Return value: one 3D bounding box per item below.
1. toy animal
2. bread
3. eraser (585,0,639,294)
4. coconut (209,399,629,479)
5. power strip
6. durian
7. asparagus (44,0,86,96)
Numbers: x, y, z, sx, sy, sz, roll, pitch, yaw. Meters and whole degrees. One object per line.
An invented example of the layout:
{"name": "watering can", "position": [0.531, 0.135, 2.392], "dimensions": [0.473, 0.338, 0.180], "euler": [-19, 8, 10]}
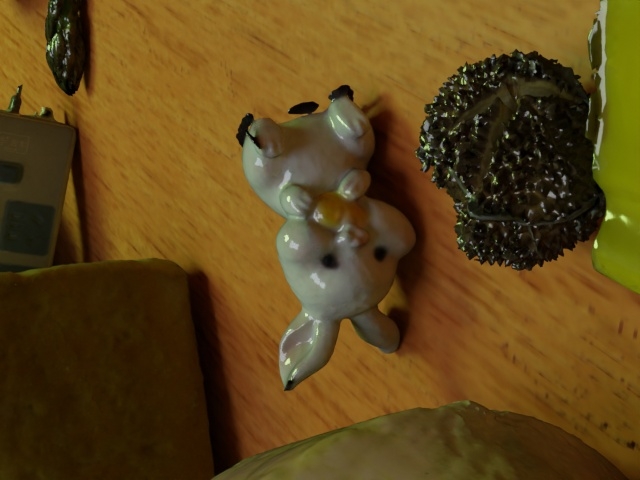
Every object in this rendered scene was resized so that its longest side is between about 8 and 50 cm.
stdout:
{"name": "toy animal", "position": [0.002, -0.003, 0.591], "dimensions": [0.085, 0.071, 0.124], "euler": [-48, 59, 55]}
{"name": "bread", "position": [-0.198, 0.204, 0.860], "dimensions": [0.233, 0.244, 0.362], "euler": [-14, 86, 64]}
{"name": "eraser", "position": [0.162, -0.036, 0.295], "dimensions": [0.226, 0.069, 0.158], "euler": [25, 119, 56]}
{"name": "coconut", "position": [0.024, 0.185, 0.460], "dimensions": [0.259, 0.259, 0.259], "euler": [30, 126, 54]}
{"name": "power strip", "position": [-0.282, 0.052, 0.993], "dimensions": [0.043, 0.106, 0.367], "euler": [20, 100, 57]}
{"name": "durian", "position": [0.072, -0.028, 0.457], "dimensions": [0.091, 0.080, 0.080], "euler": [117, 134, -65]}
{"name": "asparagus", "position": [-0.195, -0.188, 0.919], "dimensions": [0.036, 0.030, 0.165], "euler": [29, 126, 43]}
